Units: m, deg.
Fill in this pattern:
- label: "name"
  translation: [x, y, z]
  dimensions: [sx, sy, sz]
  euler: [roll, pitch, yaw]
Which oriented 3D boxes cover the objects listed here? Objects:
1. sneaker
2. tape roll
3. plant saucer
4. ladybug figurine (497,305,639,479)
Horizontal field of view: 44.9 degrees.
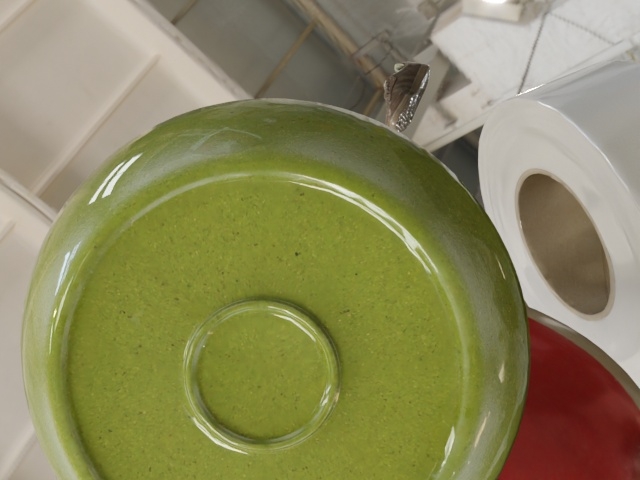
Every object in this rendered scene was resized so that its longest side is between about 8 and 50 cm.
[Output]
- label: "sneaker"
  translation: [0.144, -0.265, 1.436]
  dimensions: [0.071, 0.066, 0.188]
  euler: [16, -132, 17]
- label: "tape roll"
  translation: [0.259, -0.014, 0.705]
  dimensions: [0.100, 0.286, 0.286]
  euler: [-22, -93, -10]
- label: "plant saucer"
  translation: [-0.024, 0.056, 0.347]
  dimensions: [0.241, 0.037, 0.241]
  euler: [0, -86, 4]
- label: "ladybug figurine"
  translation: [0.011, 0.172, 0.536]
  dimensions: [0.162, 0.449, 0.305]
  euler: [26, -126, -52]
